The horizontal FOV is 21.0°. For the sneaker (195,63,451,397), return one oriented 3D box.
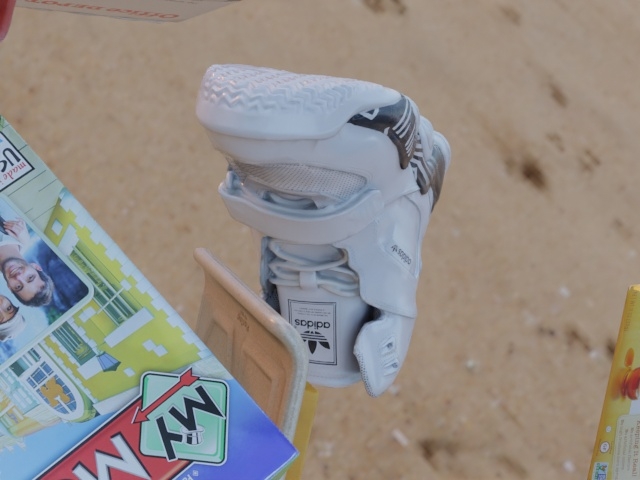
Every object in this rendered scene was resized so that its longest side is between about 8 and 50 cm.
[{"bbox_3d":[0.000,0.000,1.237,0.137,0.210,0.366,9,-3,17],"label":"sneaker"}]

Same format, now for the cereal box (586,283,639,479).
[{"bbox_3d":[0.314,0.111,1.240,0.047,0.240,0.173,33,64,-38],"label":"cereal box"}]

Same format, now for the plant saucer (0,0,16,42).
[{"bbox_3d":[-0.215,-0.186,0.701,0.048,0.258,0.259,37,33,28],"label":"plant saucer"}]

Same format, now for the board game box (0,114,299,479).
[{"bbox_3d":[-0.192,0.110,0.722,0.317,0.046,0.213,-38,81,-29],"label":"board game box"}]

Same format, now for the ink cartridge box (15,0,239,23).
[{"bbox_3d":[-0.124,-0.263,1.409,0.197,0.273,0.114,1,83,-39],"label":"ink cartridge box"}]

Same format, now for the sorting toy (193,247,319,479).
[{"bbox_3d":[-0.048,0.123,0.966,0.038,0.208,0.193,5,10,-18],"label":"sorting toy"}]
